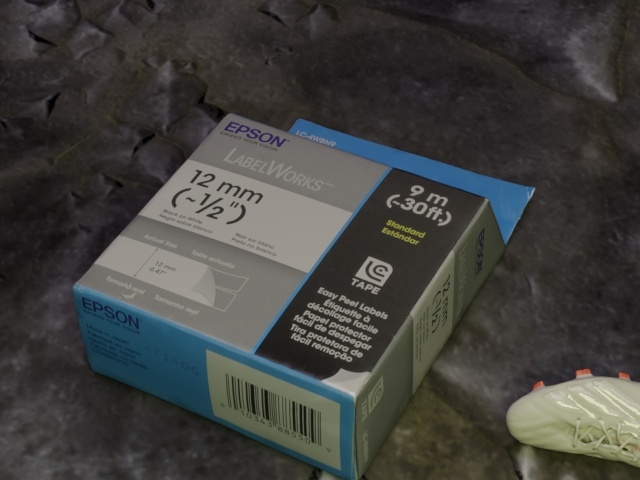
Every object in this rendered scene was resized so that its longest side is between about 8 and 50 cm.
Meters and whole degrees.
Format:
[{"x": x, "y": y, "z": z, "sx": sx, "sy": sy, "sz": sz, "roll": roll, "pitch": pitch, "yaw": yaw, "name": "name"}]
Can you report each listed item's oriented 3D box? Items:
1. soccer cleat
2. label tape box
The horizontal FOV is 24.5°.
[{"x": 0.237, "y": 0.141, "z": 1.092, "sx": 0.196, "sy": 0.068, "sz": 0.076, "roll": -1, "pitch": 48, "yaw": -1, "name": "soccer cleat"}, {"x": 0.000, "y": 0.000, "z": 1.215, "sx": 0.249, "sy": 0.115, "sz": 0.348, "roll": 19, "pitch": 51, "yaw": 22, "name": "label tape box"}]
